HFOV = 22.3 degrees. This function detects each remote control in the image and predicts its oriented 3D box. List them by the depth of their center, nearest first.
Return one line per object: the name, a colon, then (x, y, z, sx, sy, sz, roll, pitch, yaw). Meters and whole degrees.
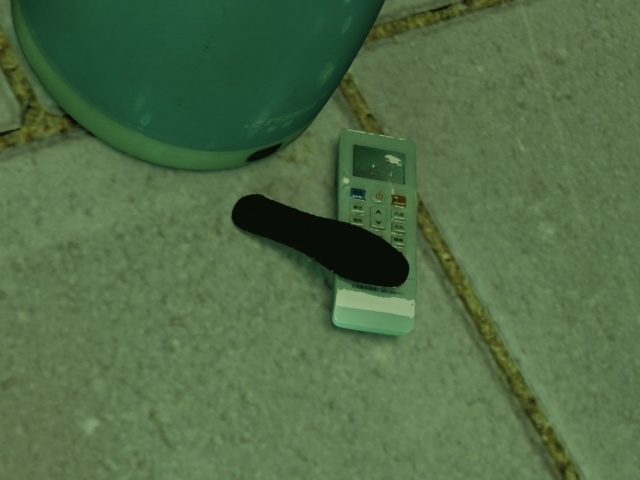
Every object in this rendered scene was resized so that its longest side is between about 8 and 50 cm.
remote control: (0.039, -0.007, 1.181, 0.061, 0.029, 0.162, 10, 56, -11)

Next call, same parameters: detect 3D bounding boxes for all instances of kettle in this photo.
kettle: (-0.019, -0.246, 1.095, 0.319, 0.342, 0.247, -23, 74, -33)

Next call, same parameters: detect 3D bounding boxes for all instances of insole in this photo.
insole: (0.000, 0.000, 1.150, 0.135, 0.002, 0.045, 21, 58, 9)
